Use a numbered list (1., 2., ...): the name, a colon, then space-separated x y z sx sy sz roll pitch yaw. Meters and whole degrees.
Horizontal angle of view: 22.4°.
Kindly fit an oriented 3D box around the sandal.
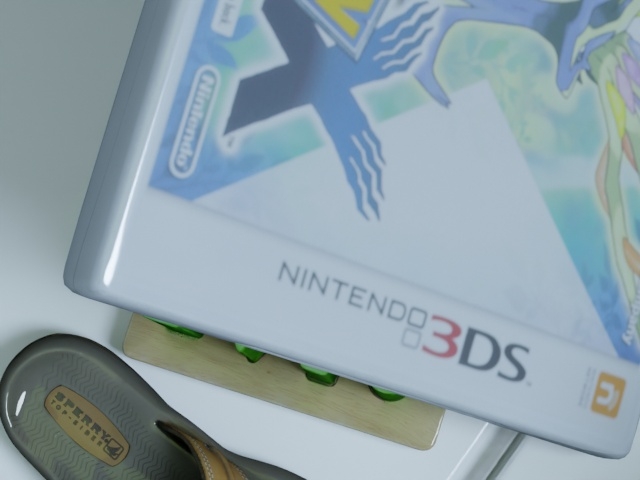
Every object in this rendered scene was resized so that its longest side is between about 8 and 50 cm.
1. sandal: -0.065 0.120 0.767 0.219 0.060 0.090 40 86 8

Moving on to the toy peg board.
1. toy peg board: 0.000 0.000 0.771 0.161 0.079 0.161 17 83 5

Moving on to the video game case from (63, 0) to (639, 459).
1. video game case: 0.068 -0.095 0.703 0.300 0.036 0.329 20 82 -35
